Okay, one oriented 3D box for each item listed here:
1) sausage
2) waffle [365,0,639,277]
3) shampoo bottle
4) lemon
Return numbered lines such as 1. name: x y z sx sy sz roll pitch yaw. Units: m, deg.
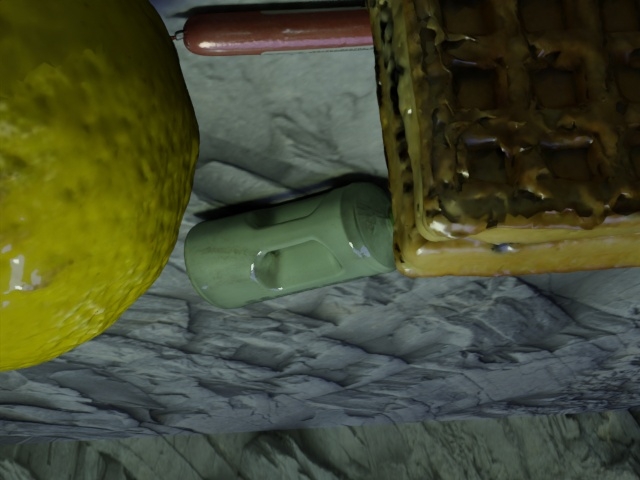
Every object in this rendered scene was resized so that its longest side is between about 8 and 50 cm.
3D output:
1. sausage: 0.013 -0.139 0.871 0.223 0.029 0.029 -4 164 -7
2. waffle: 0.188 -0.095 0.761 0.308 0.213 0.091 -2 162 -11
3. shampoo bottle: 0.000 0.000 1.239 0.234 0.087 0.118 -14 163 24
4. lemon: -0.190 -0.052 0.701 0.253 0.254 0.310 -5 163 -4
